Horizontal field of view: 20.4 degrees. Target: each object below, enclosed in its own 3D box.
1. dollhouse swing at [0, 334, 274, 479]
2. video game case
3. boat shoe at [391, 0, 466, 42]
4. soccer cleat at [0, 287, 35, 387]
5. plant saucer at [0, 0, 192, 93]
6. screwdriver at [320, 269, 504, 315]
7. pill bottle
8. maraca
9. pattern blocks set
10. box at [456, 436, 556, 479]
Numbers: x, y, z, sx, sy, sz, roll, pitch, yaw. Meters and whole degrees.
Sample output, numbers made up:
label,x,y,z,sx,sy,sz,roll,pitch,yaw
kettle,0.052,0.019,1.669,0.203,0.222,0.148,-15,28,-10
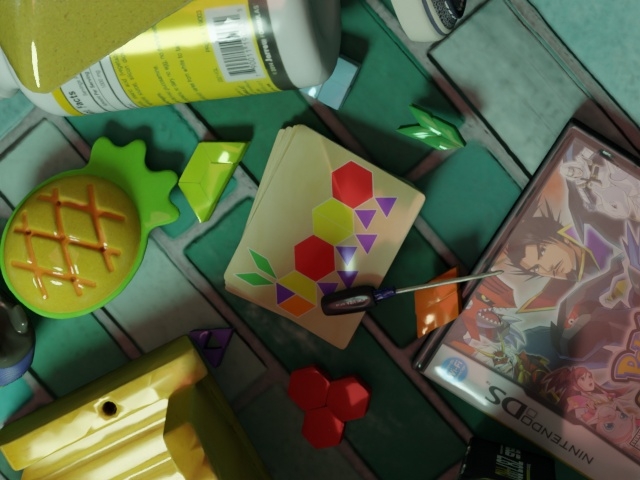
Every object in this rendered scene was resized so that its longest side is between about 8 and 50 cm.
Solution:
label,x,y,z,sx,sy,sz,roll,pitch,yaw
dollhouse swing,-0.140,0.310,1.605,0.315,0.305,0.347,-27,99,16
video game case,0.257,0.069,1.609,0.248,0.035,0.275,32,108,2
boat shoe,0.128,-0.338,1.479,0.158,0.127,0.341,-2,103,19
soccer cleat,-0.386,0.032,1.692,0.289,0.093,0.121,44,151,9
plant saucer,-0.176,-0.337,1.444,0.332,0.081,0.333,-32,65,0
screwdriver,0.081,0.040,1.594,0.169,0.024,0.025,-16,67,13
pill bottle,-0.161,-0.207,1.537,0.333,0.188,0.188,-5,103,12
maraca,-0.214,-0.011,1.646,0.127,0.099,0.186,45,89,3
pattern blocks set,0.000,0.000,1.633,0.285,0.026,0.325,38,109,7
box,0.108,0.381,1.527,0.097,0.318,0.395,17,92,8
